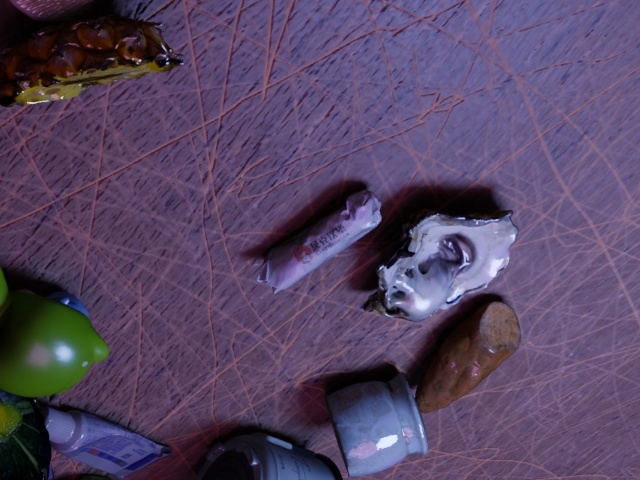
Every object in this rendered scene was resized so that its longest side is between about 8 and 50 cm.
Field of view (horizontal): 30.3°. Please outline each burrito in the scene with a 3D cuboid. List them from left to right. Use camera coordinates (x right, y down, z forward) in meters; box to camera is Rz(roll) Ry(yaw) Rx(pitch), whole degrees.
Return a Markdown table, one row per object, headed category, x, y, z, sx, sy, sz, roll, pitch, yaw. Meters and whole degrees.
| category | x | y | z | sx | sy | sz | roll | pitch | yaw |
| --- | --- | --- | --- | --- | --- | --- | --- | --- | --- |
| burrito | 0.000 | 0.000 | 1.632 | 0.203 | 0.064 | 0.064 | -36 | 135 | 19 |

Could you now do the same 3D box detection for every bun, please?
| category | x | y | z | sx | sy | sz | roll | pitch | yaw |
| --- | --- | --- | --- | --- | --- | --- | --- | --- | --- |
| bun | -0.280 | -0.285 | 1.229 | 0.115 | 0.069 | 0.115 | -9 | 136 | -9 |

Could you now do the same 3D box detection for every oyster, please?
| category | x | y | z | sx | sy | sz | roll | pitch | yaw |
| --- | --- | --- | --- | --- | --- | --- | --- | --- | --- |
| oyster | 0.172 | 0.026 | 1.702 | 0.222 | 0.083 | 0.214 | -10 | 141 | -16 |

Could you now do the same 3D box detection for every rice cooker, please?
| category | x | y | z | sx | sy | sz | roll | pitch | yaw |
| --- | --- | --- | --- | --- | --- | --- | --- | --- | --- |
| rice cooker | -0.083 | 0.454 | 1.965 | 0.227 | 0.241 | 0.280 | 27 | 156 | -32 |

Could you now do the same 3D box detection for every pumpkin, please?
| category | x | y | z | sx | sy | sz | roll | pitch | yaw |
| --- | --- | --- | --- | --- | --- | --- | --- | --- | --- |
| pumpkin | -0.534 | 0.308 | 1.624 | 0.295 | 0.296 | 0.296 | -9 | 138 | -8 |

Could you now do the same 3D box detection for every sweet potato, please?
| category | x | y | z | sx | sy | sz | roll | pitch | yaw |
| --- | --- | --- | --- | --- | --- | --- | --- | --- | --- |
| sweet potato | 0.226 | 0.198 | 1.894 | 0.097 | 0.097 | 0.252 | 17 | 127 | -32 |

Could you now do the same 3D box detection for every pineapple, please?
| category | x | y | z | sx | sy | sz | roll | pitch | yaw |
| --- | --- | --- | --- | --- | --- | --- | --- | --- | --- |
| pineapple | -0.257 | -0.198 | 1.275 | 0.224 | 0.225 | 0.076 | -15 | 94 | -2 |

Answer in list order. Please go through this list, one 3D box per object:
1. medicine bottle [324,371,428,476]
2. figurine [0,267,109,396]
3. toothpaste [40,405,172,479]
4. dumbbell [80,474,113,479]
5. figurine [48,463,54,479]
| category | x | y | z | sx | sy | sz | roll | pitch | yaw |
| --- | --- | --- | --- | --- | --- | --- | --- | --- | --- |
| medicine bottle | 0.093 | 0.299 | 1.918 | 0.143 | 0.147 | 0.147 | -16 | 138 | -4 |
| figurine | -0.414 | 0.113 | 1.572 | 0.162 | 0.143 | 0.263 | -42 | 122 | 18 |
| toothpaste | -0.353 | 0.320 | 1.870 | 0.099 | 0.068 | 0.282 | -2 | 157 | 29 |
| dumbbell | -0.471 | 0.428 | 1.905 | 0.302 | 0.121 | 0.108 | 14 | 101 | -28 |
| figurine | -0.474 | 0.363 | 1.791 | 0.157 | 0.126 | 0.114 | -44 | 112 | -18 |
